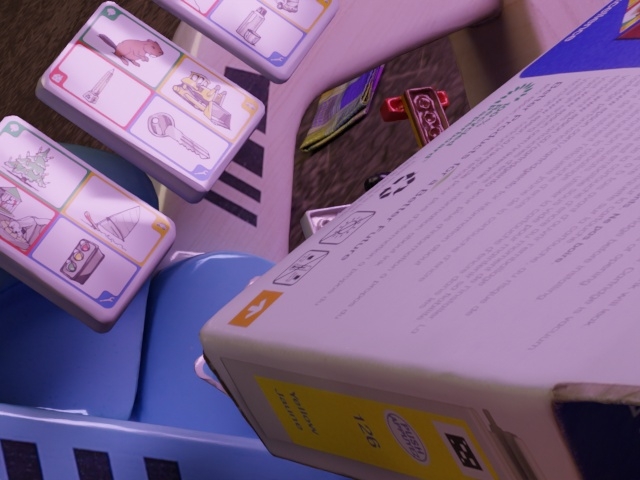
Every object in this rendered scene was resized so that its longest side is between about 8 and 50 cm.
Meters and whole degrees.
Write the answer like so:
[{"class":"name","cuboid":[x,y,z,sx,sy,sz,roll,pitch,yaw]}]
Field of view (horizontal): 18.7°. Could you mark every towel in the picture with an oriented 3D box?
[{"class":"towel","cuboid":[0.016,-0.092,1.194,0.060,0.009,0.083,-33,26,37]}]

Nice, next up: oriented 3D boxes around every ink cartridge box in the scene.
[{"class":"ink cartridge box","cuboid":[0.143,-0.030,0.584,0.303,0.072,0.307,-37,17,-19]}]

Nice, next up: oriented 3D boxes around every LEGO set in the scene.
[{"class":"LEGO set","cuboid":[0.000,0.000,0.753,0.182,0.244,0.060,-57,0,-32]}]

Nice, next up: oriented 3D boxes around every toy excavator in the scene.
[{"class":"toy excavator","cuboid":[-0.073,0.021,0.817,0.222,0.433,0.445,-12,71,64]}]
